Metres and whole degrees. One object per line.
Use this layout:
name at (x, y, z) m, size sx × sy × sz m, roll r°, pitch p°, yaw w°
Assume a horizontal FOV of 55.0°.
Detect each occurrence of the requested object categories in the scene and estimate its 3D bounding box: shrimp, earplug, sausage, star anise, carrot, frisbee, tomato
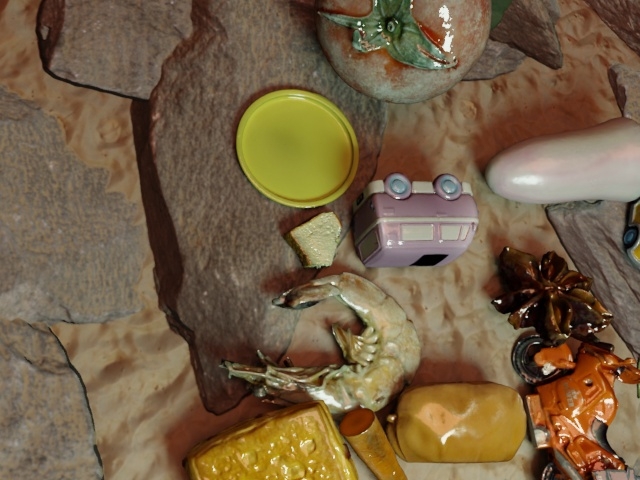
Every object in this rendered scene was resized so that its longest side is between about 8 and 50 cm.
shrimp at (0.007, 0.173, 1.011) m, size 0.360 × 0.085 × 0.246 m, roll -1°, pitch 75°, yaw -24°
earplug at (0.464, -0.142, 1.208) m, size 0.301 × 0.172 × 0.172 m, roll -8°, pitch 77°, yaw -11°
sausage at (0.222, 0.302, 1.015) m, size 0.241 × 0.120 × 0.136 m, roll 0°, pitch 83°, yaw -16°
star anise at (0.408, 0.110, 1.122) m, size 0.190 × 0.126 × 0.220 m, roll 14°, pitch 44°, yaw -11°
carrot at (0.102, 0.360, 0.975) m, size 0.061 × 0.061 × 0.209 m, roll -38°, pitch 113°, yaw -23°
frisbee at (-0.040, -0.170, 1.128) m, size 0.236 × 0.017 × 0.236 m, roll 4°, pitch 74°, yaw -16°
tomato at (0.146, -0.402, 1.094) m, size 0.317 × 0.316 × 0.282 m, roll 39°, pitch 37°, yaw -3°

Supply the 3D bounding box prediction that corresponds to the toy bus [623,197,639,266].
toy bus at (0.723, -0.042, 1.258) m, size 0.126 × 0.136 × 0.209 m, roll 22°, pitch 71°, yaw -10°

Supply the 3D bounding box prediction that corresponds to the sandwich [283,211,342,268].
sandwich at (0.000, 0.000, 1.081) m, size 0.105 × 0.036 × 0.093 m, roll -35°, pitch 86°, yaw -24°

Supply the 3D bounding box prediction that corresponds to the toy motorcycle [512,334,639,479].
toy motorcycle at (0.477, 0.317, 1.080) m, size 0.221 × 0.148 × 0.325 m, roll -9°, pitch 66°, yaw 6°

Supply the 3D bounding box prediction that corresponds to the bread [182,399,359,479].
bread at (-0.063, 0.360, 0.911) m, size 0.235 × 0.099 × 0.210 m, roll -24°, pitch 84°, yaw -2°

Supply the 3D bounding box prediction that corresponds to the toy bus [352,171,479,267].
toy bus at (0.169, -0.029, 1.087) m, size 0.203 × 0.142 × 0.142 m, roll -1°, pitch 69°, yaw -16°

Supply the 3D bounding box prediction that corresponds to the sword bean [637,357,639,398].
sword bean at (0.629, 0.270, 1.208) m, size 0.012 × 0.012 × 0.083 m, roll 15°, pitch 72°, yaw -12°

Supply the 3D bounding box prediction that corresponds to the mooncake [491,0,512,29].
mooncake at (0.324, -0.517, 1.259) m, size 0.104 × 0.168 × 0.175 m, roll 8°, pitch 88°, yaw -16°
